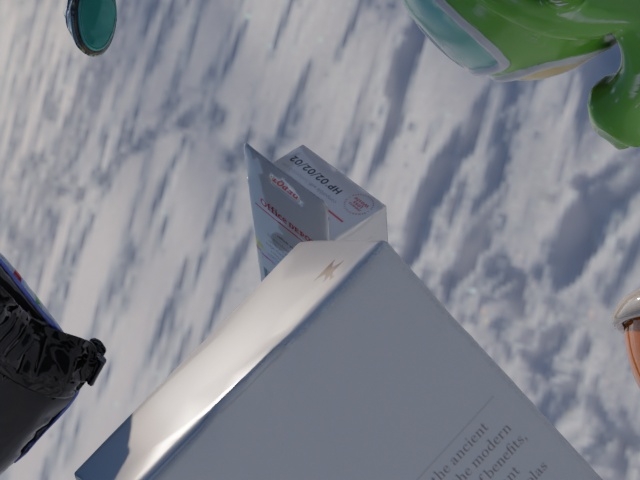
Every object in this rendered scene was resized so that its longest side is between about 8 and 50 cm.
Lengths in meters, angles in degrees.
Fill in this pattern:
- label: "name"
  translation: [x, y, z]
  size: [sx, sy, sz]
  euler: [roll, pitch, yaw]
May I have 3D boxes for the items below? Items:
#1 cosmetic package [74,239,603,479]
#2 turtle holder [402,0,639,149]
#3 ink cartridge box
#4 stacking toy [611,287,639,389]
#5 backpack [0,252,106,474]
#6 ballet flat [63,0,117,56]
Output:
- label: "cosmetic package"
  translation: [0.085, 0.236, 0.996]
  size: [0.230, 0.453, 0.161]
  euler: [-45, 13, -13]
- label: "turtle holder"
  translation: [0.214, -0.258, 1.468]
  size: [0.227, 0.320, 0.243]
  euler: [126, 167, -59]
- label: "ink cartridge box"
  translation: [0.000, 0.000, 1.208]
  size: [0.104, 0.061, 0.181]
  euler: [38, 149, 35]
- label: "stacking toy"
  translation: [0.513, 0.287, 1.764]
  size: [0.350, 0.350, 0.480]
  euler: [148, 126, -70]
- label: "backpack"
  translation: [-0.347, 0.098, 1.261]
  size: [0.276, 0.213, 0.263]
  euler: [-53, -29, -28]
- label: "ballet flat"
  translation: [-0.284, -0.299, 1.874]
  size: [0.070, 0.070, 0.188]
  euler: [129, 149, -59]
